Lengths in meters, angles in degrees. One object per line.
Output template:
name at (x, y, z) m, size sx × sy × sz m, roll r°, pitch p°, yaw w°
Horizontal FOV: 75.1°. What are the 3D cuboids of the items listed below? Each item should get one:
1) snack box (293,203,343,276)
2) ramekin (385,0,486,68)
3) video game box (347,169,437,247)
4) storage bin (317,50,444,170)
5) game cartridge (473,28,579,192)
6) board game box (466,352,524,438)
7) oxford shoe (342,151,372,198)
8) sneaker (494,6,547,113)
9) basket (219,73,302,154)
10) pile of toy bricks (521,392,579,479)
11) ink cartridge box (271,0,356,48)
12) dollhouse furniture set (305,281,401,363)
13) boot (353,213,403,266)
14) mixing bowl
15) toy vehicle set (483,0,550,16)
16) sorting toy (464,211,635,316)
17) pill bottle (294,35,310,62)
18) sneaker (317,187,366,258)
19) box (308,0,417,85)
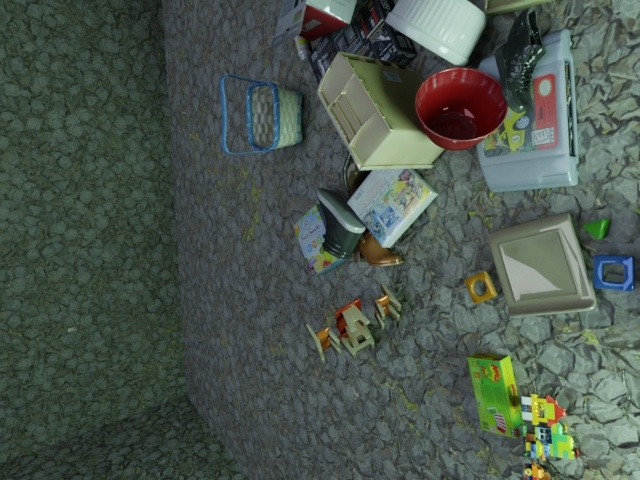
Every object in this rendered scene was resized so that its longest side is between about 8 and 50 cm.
snack box at (0.000, 0.000, 1.450) m, size 0.174 × 0.070 × 0.207 m, roll -40°, pitch 64°, yaw 50°
ramekin at (0.255, -0.476, 0.903) m, size 0.207 × 0.207 × 0.109 m, roll 51°, pitch 125°, yaw 33°
video game box at (0.192, -0.116, 1.153) m, size 0.205 × 0.048 × 0.187 m, roll -52°, pitch 54°, yaw 27°
storage bin at (0.162, -0.311, 1.006) m, size 0.123 × 0.262 × 0.260 m, roll -48°, pitch 60°, yaw 45°
game cartridge at (0.417, -0.251, 0.862) m, size 0.196 × 0.060 × 0.294 m, roll 0°, pitch 98°, yaw 57°
board game box at (0.421, 0.369, 1.001) m, size 0.092 × 0.043 × 0.181 m, roll -14°, pitch 87°, yaw 53°
oxford shoe at (0.123, -0.221, 1.230) m, size 0.096 × 0.083 × 0.227 m, roll 22°, pitch 116°, yaw 44°
sneaker at (0.388, -0.339, 0.793) m, size 0.089 × 0.051 × 0.170 m, roll -24°, pitch 75°, yaw 57°
basket at (-0.210, -0.424, 1.446) m, size 0.201 × 0.289 × 0.254 m, roll 14°, pitch 106°, yaw 45°
pile of toy bricks at (0.494, 0.438, 0.893) m, size 0.105 × 0.118 × 0.212 m, roll -2°, pitch 79°, yaw 25°
ink cartridge box at (-0.012, -0.660, 1.146) m, size 0.309 × 0.130 × 0.272 m, roll 43°, pitch 117°, yaw 64°
dollhouse furniture set at (0.091, 0.249, 1.257) m, size 0.135 × 0.262 × 0.259 m, roll 56°, pitch 168°, yaw 31°
boot at (0.164, -0.004, 1.236) m, size 0.197 × 0.073 × 0.152 m, roll 9°, pitch 101°, yaw 49°
mixing bowl at (0.288, -0.258, 0.876) m, size 0.181 × 0.181 × 0.098 m, roll 62°, pitch 177°, yaw 23°
toy vehicle set at (0.410, -0.599, 0.803) m, size 0.166 × 0.035 × 0.267 m, roll 16°, pitch 111°, yaw 50°
sorting toy at (0.462, 0.056, 0.878) m, size 0.348 × 0.047 × 0.196 m, roll -22°, pitch 76°, yaw 52°
pill bottle at (-0.059, -0.646, 1.402) m, size 0.043 × 0.043 × 0.083 m, roll -19°, pitch 83°, yaw 53°
sneaker at (0.037, -0.054, 1.313) m, size 0.147 × 0.105 × 0.296 m, roll -69°, pitch 29°, yaw 26°
box at (0.103, -0.526, 1.189) m, size 0.307 × 0.076 × 0.242 m, roll -36°, pitch 69°, yaw 50°
